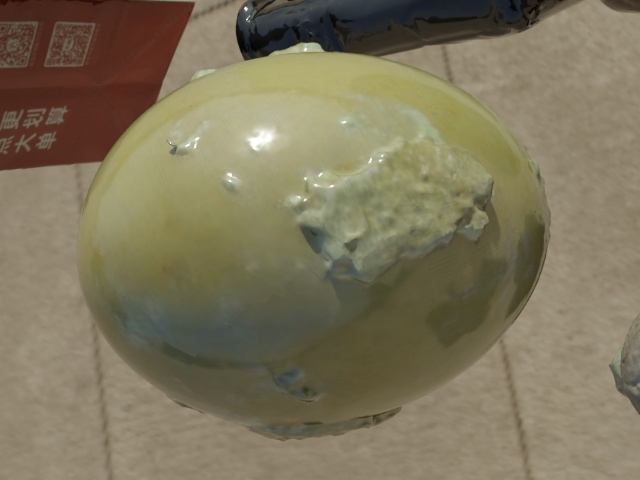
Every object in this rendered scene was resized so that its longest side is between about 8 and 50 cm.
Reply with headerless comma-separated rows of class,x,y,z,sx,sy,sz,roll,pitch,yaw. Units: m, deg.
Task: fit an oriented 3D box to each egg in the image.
egg,-0.001,0.001,0.646,0.164,0.202,0.164,171,90,-70

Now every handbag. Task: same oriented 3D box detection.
handbag,0.101,-0.182,1.007,0.244,0.275,0.088,-10,106,44
handbag,-0.255,-0.142,1.054,0.171,0.298,0.151,42,123,31

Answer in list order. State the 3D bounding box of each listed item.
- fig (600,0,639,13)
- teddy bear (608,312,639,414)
fig,0.146,-0.195,0.664,0.205,0.205,0.205,-9,73,30
teddy bear,0.417,0.130,1.697,0.151,0.267,0.236,-13,97,43
